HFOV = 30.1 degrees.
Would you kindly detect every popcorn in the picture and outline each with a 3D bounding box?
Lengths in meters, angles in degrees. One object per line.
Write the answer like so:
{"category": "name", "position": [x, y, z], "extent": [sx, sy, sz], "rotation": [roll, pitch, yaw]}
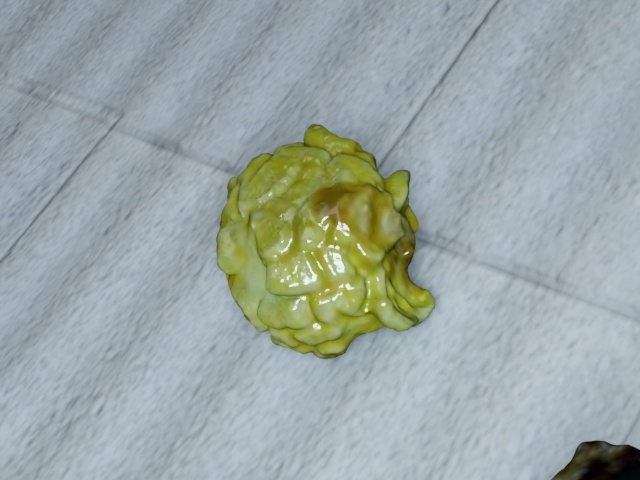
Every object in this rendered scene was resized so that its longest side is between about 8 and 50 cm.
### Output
{"category": "popcorn", "position": [0.011, 0.002, 1.203], "extent": [0.217, 0.181, 0.235], "rotation": [6, 63, 25]}

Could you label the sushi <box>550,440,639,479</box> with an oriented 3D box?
{"category": "sushi", "position": [0.207, 0.319, 0.805], "extent": [0.294, 0.299, 0.281], "rotation": [-39, 30, -6]}
